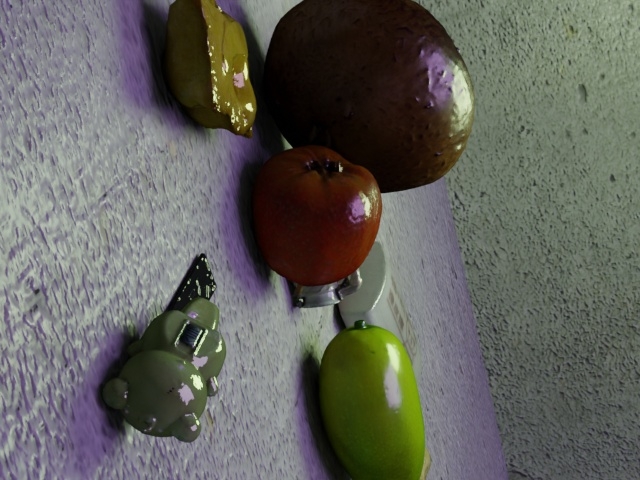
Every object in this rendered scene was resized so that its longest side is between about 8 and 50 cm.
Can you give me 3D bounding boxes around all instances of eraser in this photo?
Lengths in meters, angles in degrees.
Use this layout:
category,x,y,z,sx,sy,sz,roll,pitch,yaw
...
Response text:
category,x,y,z,sx,sy,sz,roll,pitch,yaw
eraser,0.108,0.154,2.205,0.174,0.094,0.270,-80,155,-44

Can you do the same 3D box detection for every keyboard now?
category,x,y,z,sx,sy,sz,roll,pitch,yaw
keyboard,-0.152,0.070,1.449,0.155,0.010,0.053,-67,145,-62

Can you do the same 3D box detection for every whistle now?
category,x,y,z,sx,sy,sz,roll,pitch,yaw
whistle,-0.151,0.128,1.271,0.085,0.105,0.227,-61,-175,30

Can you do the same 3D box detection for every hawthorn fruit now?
category,x,y,z,sx,sy,sz,roll,pitch,yaw
hawthorn fruit,-0.013,-0.015,1.744,0.196,0.196,0.226,-67,169,-63

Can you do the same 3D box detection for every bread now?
category,x,y,z,sx,sy,sz,roll,pitch,yaw
bread,-0.138,-0.214,1.531,0.233,0.088,0.161,33,54,-73

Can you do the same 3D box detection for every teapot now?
category,x,y,z,sx,sy,sz,roll,pitch,yaw
teapot,0.000,0.000,1.864,0.077,0.107,0.200,-48,129,-84

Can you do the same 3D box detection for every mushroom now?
category,x,y,z,sx,sy,sz,roll,pitch,yaw
mushroom,0.090,-0.229,1.891,0.331,0.334,0.356,57,33,4

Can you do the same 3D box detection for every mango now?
category,x,y,z,sx,sy,sz,roll,pitch,yaw
mango,0.088,0.291,1.922,0.192,0.156,0.343,-74,152,-59

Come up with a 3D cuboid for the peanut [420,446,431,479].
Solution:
category,x,y,z,sx,sy,sz,roll,pitch,yaw
peanut,0.143,0.434,2.116,0.110,0.120,0.236,51,31,-21
